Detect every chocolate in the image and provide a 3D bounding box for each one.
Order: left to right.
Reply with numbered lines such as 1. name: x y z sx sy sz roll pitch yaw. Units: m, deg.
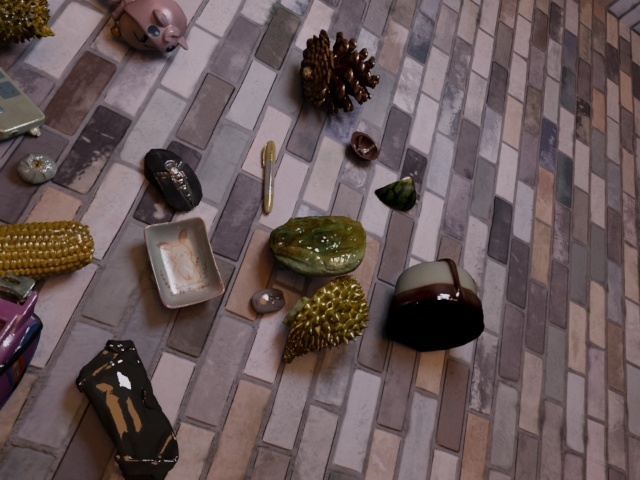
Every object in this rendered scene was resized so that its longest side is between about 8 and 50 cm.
1. chocolate: 0.325 0.175 1.374 0.284 0.283 0.186 21 43 -18

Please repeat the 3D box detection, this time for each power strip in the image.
1. power strip: -0.776 -0.347 1.111 0.270 0.046 0.118 48 41 -4

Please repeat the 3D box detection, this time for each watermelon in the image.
1. watermelon: 0.257 -0.152 1.559 0.135 0.125 0.094 54 21 -32

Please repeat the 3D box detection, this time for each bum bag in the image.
1. bum bag: -0.415 0.372 1.025 0.142 0.080 0.326 -20 78 -38

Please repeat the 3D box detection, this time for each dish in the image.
1. dish: -0.340 0.059 1.173 0.151 0.077 0.212 -14 78 -28

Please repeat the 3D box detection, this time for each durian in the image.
1. durian: -0.767 -0.590 1.115 0.258 0.258 0.292 -13 84 -29
2. durian: 0.013 0.196 1.241 0.306 0.166 0.172 -42 110 -26

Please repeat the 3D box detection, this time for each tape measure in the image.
1. tape measure: -0.631 0.206 0.891 0.149 0.231 0.245 24 46 -14

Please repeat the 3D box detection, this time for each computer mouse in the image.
1. computer mouse: -0.385 -0.167 1.243 0.106 0.062 0.192 -35 88 -31
2. computer mouse: -0.135 0.158 1.258 0.096 0.039 0.065 -6 75 -28

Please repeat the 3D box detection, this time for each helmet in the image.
1. helmet: 0.130 -0.297 1.545 0.111 0.057 0.089 33 64 -17

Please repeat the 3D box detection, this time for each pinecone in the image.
1. pinecone: 0.058 -0.512 1.488 0.264 0.264 0.264 9 68 -23

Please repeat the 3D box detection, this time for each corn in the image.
1. corn: -0.683 0.038 0.981 0.387 0.144 0.143 -10 76 -34

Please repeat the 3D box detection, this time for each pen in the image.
1. pen: -0.152 -0.187 1.383 0.040 0.032 0.233 2 70 -1

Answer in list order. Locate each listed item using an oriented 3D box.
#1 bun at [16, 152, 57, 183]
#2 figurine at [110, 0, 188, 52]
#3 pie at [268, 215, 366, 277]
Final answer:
1. bun: -0.665 -0.171 1.116 0.083 0.045 0.083 8 72 -27
2. figurine: -0.492 -0.623 1.328 0.186 0.176 0.287 -45 75 9
3. pie: 0.000 0.000 1.286 0.277 0.078 0.277 1 38 -1
